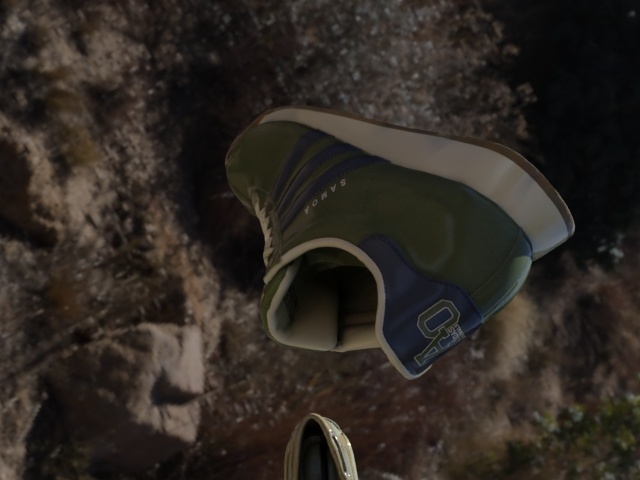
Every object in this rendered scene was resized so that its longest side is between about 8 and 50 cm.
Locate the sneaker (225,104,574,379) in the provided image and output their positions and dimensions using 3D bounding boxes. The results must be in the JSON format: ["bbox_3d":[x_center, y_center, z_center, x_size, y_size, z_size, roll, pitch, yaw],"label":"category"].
[{"bbox_3d":[0.000,0.000,0.402,0.192,0.086,0.064,15,-31,54],"label":"sneaker"}]

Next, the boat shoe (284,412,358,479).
[{"bbox_3d":[0.003,0.208,0.686,0.072,0.068,0.190,80,-3,-62],"label":"boat shoe"}]
